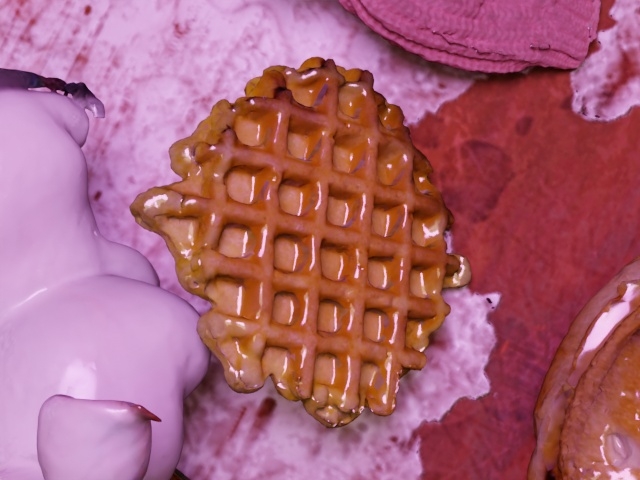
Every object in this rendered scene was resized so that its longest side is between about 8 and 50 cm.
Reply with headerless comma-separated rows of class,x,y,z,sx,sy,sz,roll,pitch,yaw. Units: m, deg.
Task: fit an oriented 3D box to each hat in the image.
hat,0.070,-0.237,0.728,0.286,0.107,0.237,-5,84,-20

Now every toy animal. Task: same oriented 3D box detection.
toy animal,-0.181,0.059,0.646,0.182,0.247,0.310,-28,76,9

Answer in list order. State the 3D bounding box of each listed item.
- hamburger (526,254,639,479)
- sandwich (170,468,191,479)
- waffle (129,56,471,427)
hamburger,0.287,0.143,0.651,0.289,0.170,0.314,18,86,3
sandwich,-0.079,0.215,0.723,0.029,0.067,0.135,-44,79,-4
waffle,0.000,0.000,0.689,0.243,0.058,0.238,-45,108,-32
